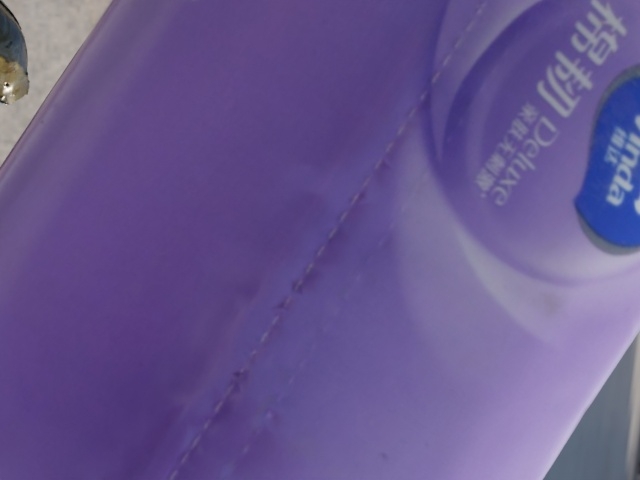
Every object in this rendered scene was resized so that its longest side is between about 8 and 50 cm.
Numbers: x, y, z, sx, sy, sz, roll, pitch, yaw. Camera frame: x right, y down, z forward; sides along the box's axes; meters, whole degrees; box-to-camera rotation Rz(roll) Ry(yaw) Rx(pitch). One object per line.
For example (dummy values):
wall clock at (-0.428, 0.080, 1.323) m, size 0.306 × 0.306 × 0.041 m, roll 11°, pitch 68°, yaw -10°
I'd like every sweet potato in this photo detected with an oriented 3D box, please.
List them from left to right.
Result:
sweet potato at (-0.385, -0.234, 1.256) m, size 0.286 × 0.112 × 0.085 m, roll 42°, pitch 54°, yaw -44°

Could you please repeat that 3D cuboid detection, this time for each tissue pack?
tissue pack at (-0.004, 0.005, 0.513) m, size 0.338 × 0.242 × 0.160 m, roll -57°, pitch -174°, yaw 0°
